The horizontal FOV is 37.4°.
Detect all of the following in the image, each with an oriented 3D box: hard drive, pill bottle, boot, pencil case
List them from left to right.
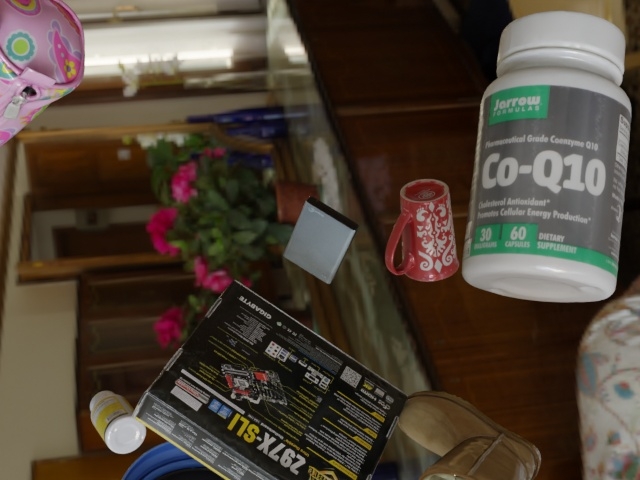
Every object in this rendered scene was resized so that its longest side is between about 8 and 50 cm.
[{"bbox_3d":[-0.361,-0.149,0.984,0.284,0.124,0.124,-25,65,37],"label":"pencil case"},{"bbox_3d":[-0.323,0.281,1.487,0.116,0.065,0.065,31,128,56],"label":"pill bottle"},{"bbox_3d":[0.000,0.000,1.549,0.022,0.094,0.135,-50,-12,-46],"label":"hard drive"},{"bbox_3d":[0.182,0.293,1.288,0.269,0.236,0.089,-7,-66,-69],"label":"boot"},{"bbox_3d":[0.311,-0.109,1.285,0.204,0.204,0.361,125,154,-76],"label":"pill bottle"}]

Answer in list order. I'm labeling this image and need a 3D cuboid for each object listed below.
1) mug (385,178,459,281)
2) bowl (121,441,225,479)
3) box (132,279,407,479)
[{"bbox_3d":[0.196,-0.013,1.788,0.150,0.113,0.169,-49,-39,-48],"label":"mug"},{"bbox_3d":[-0.230,0.572,1.953,0.391,0.391,0.077,-109,28,-54],"label":"bowl"},{"bbox_3d":[-0.060,0.234,1.334,0.079,0.322,0.257,-57,-1,44],"label":"box"}]
